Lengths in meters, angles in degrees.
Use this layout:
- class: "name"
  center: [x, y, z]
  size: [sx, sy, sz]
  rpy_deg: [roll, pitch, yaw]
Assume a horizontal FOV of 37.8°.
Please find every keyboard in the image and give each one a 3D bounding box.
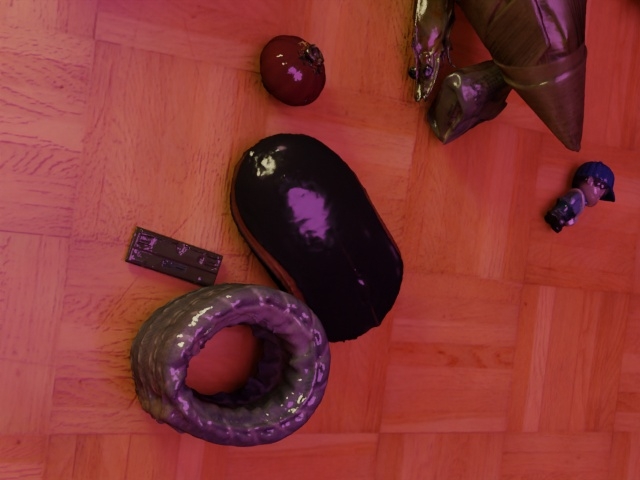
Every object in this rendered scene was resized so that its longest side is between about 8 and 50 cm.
- class: "keyboard"
  center: [-0.192, 0.024, 1.239]
  size: [0.129, 0.015, 0.049]
  rpy_deg: [20, 89, -29]

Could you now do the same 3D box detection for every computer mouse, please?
- class: "computer mouse"
  center: [0.002, 0.000, 1.289]
  size: [0.183, 0.116, 0.323]
  rpy_deg: [-40, 112, -15]

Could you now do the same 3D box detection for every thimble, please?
- class: "thimble"
  center: [-0.119, 0.158, 1.203]
  size: [0.236, 0.172, 0.205]
  rpy_deg: [-20, 100, -29]

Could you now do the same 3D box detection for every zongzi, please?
- class: "zongzi"
  center: [0.359, -0.442, 1.372]
  size: [0.500, 0.218, 0.467]
  rpy_deg: [-45, 113, -30]

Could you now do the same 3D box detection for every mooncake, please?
- class: "mooncake"
  center: [0.226, -0.217, 1.392]
  size: [0.125, 0.130, 0.073]
  rpy_deg: [-28, 75, -23]

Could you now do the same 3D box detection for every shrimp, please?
- class: "shrimp"
  center: [0.204, -0.341, 1.410]
  size: [0.169, 0.058, 0.296]
  rpy_deg: [11, 85, -32]

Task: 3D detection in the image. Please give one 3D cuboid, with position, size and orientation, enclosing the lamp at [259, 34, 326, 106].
- class: "lamp"
  center: [-0.037, -0.230, 1.262]
  size: [0.101, 0.090, 0.101]
  rpy_deg: [34, 44, -40]

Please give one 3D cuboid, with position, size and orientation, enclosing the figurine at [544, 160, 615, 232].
- class: "figurine"
  center: [0.427, -0.076, 1.554]
  size: [0.136, 0.077, 0.079]
  rpy_deg: [-29, 73, -9]
